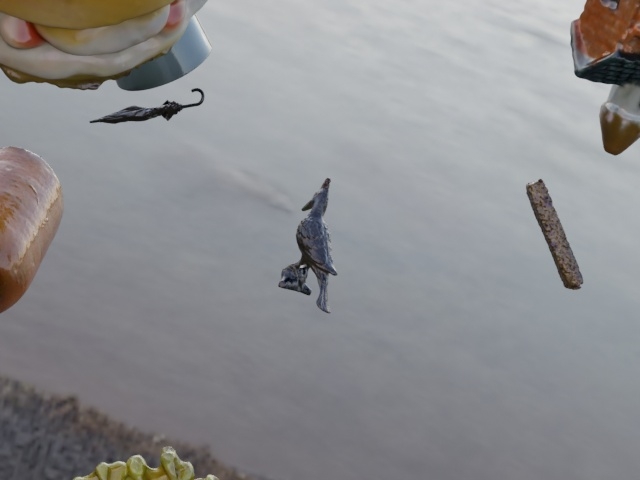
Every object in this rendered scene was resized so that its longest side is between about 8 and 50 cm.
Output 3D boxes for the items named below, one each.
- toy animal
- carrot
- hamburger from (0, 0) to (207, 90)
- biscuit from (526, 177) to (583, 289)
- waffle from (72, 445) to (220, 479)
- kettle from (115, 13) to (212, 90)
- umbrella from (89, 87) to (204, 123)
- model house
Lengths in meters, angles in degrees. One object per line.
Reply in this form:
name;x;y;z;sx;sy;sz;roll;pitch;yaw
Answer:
toy animal;-0.008;0.005;1.902;0.105;0.202;0.070;1;-15;39
carrot;-0.536;0.020;2.009;0.193;0.214;0.331;33;31;-14
hamburger;-0.198;-0.274;1.024;0.276;0.276;0.237;14;-16;-11
biscuit;0.398;-0.010;2.200;0.034;0.199;0.064;-22;2;3
waffle;-0.218;0.364;1.730;0.219;0.229;0.057;-18;38;4
kettle;-0.298;-0.374;1.972;0.160;0.243;0.211;-38;33;-25
umbrella;-0.158;-0.115;1.175;0.122;0.022;0.013;-12;-9;23
model house;0.411;-0.215;1.455;0.271;0.300;0.190;1;30;-34
